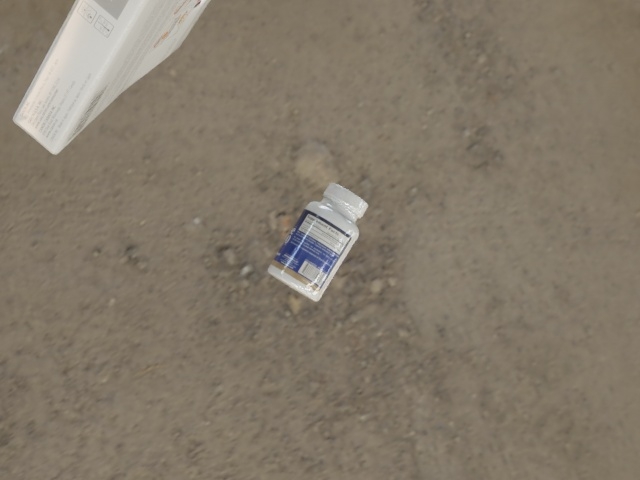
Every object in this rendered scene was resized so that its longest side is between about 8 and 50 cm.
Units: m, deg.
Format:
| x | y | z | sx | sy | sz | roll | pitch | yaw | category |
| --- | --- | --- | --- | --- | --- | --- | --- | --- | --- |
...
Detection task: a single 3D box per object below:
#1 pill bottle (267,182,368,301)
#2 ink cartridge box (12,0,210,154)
| x | y | z | sx | sy | sz | roll | pitch | yaw | category |
| --- | --- | --- | --- | --- | --- | --- | --- | --- | --- |
| 0.000 | 0.000 | 1.384 | 0.067 | 0.067 | 0.120 | 33 | 85 | -20 | pill bottle |
| -0.175 | -0.253 | 1.321 | 0.066 | 0.296 | 0.261 | 40 | 44 | -3 | ink cartridge box |
